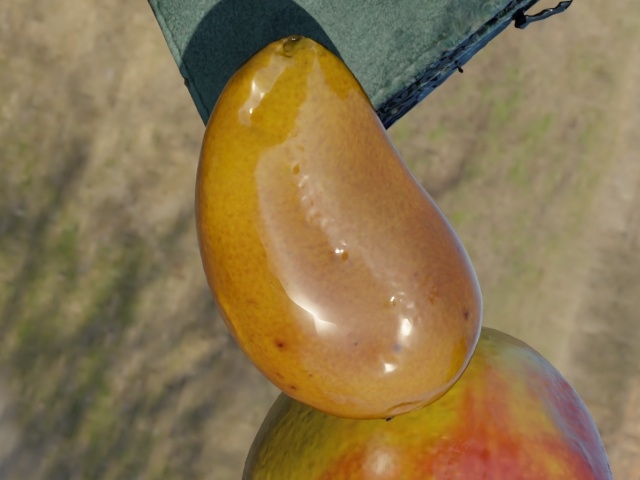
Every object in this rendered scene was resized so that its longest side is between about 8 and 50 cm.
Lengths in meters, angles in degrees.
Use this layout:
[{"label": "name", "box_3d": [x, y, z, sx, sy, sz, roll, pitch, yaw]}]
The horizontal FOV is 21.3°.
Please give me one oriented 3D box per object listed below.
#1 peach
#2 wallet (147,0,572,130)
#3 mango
[{"label": "peach", "box_3d": [0.062, 0.158, 0.921, 0.231, 0.231, 0.231, 16, 90, -81]}, {"label": "wallet", "box_3d": [0.063, -0.182, 0.722, 0.379, 0.190, 0.046, -36, 155, 32]}, {"label": "mango", "box_3d": [-0.001, 0.001, 0.698, 0.105, 0.159, 0.084, -31, -178, -19]}]
